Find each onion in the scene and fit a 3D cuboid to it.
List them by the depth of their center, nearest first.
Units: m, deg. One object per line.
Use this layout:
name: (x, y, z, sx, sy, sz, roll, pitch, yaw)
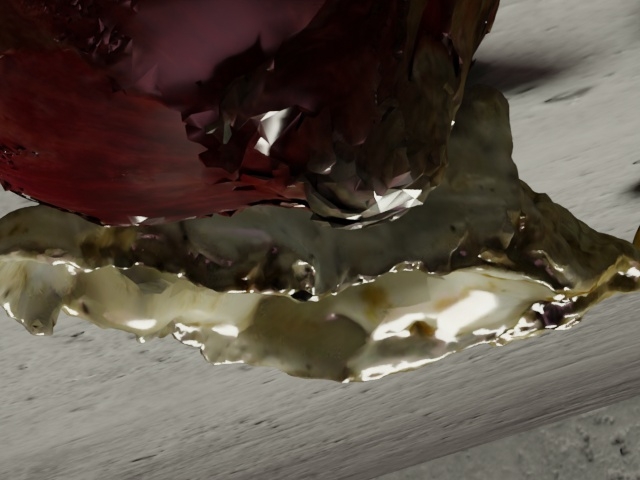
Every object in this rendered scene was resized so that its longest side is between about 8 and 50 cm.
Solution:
onion: (-0.021, -0.061, 0.496, 0.184, 0.147, 0.184, -24, 158, -10)

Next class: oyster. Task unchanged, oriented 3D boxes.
oyster: (0.000, -0.005, 0.866, 0.341, 0.110, 0.166, -8, 160, -22)

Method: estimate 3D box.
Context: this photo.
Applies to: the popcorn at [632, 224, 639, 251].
popcorn: (0.313, 0.037, 1.201, 0.190, 0.250, 0.250, -51, 169, -5)
